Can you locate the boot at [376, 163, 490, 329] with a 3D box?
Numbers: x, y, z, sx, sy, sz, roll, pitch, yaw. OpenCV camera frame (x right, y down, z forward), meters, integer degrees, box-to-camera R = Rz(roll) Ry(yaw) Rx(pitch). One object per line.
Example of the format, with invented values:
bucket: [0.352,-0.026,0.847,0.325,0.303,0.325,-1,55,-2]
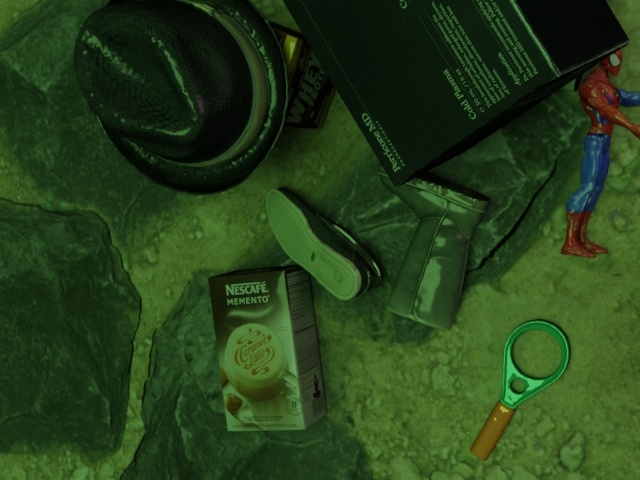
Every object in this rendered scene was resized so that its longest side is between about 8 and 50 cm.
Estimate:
boot: [0.141,0.007,1.362,0.189,0.076,0.209,26,111,21]

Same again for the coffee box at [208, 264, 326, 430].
coffee box: [-0.083,0.168,1.450,0.141,0.098,0.247,-7,92,23]

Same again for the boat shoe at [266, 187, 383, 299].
boat shoe: [0.000,0.000,1.419,0.233,0.079,0.084,44,133,28]

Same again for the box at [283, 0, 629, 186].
box: [0.153,-0.301,1.184,0.312,0.179,0.343,-33,86,50]

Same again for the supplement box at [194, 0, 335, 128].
supplement box: [-0.094,-0.260,1.362,0.191,0.194,0.129,26,105,19]

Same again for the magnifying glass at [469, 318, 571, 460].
magnifying glass: [0.284,0.219,1.339,0.092,0.026,0.231,31,107,18]

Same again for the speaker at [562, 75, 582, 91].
speaker: [0.296,-0.247,1.272,0.136,0.055,0.055,18,102,21]

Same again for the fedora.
fedora: [-0.214,-0.213,1.230,0.334,0.152,0.334,3,98,24]

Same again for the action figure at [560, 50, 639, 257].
action figure: [0.404,-0.117,1.221,0.139,0.091,0.281,6,98,29]
